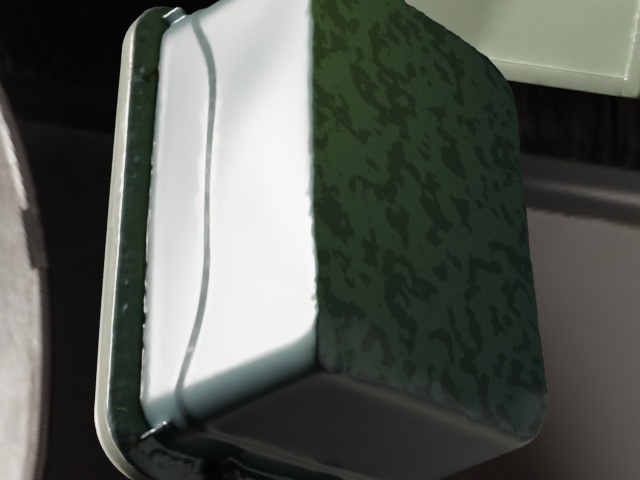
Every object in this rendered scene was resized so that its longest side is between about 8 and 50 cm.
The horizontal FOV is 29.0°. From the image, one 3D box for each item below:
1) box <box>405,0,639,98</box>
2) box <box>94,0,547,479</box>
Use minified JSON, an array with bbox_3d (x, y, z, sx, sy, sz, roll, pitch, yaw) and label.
[{"bbox_3d":[0.135,-0.213,0.778,0.225,0.225,0.117,14,13,34],"label":"box"},{"bbox_3d":[0.000,0.000,0.521,0.130,0.162,0.227,-28,51,38],"label":"box"}]
